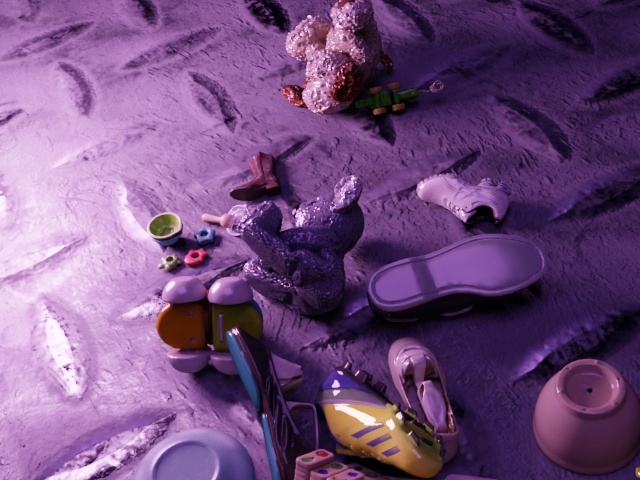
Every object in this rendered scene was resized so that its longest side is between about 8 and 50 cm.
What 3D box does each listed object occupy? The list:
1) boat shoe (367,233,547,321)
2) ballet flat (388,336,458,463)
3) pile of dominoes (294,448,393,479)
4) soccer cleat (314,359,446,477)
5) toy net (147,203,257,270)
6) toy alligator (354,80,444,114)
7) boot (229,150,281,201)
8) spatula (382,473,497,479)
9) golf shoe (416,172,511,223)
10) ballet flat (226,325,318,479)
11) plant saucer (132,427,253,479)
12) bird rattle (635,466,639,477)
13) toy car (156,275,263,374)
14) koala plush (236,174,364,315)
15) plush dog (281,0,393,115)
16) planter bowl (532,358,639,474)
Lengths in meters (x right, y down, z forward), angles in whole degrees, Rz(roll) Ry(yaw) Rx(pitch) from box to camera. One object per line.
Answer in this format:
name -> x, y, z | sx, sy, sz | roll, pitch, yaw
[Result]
boat shoe -> 0.227, 0.066, 1.617 | 0.302, 0.091, 0.114 | -8, 65, 2
ballet flat -> 0.160, 0.225, 1.483 | 0.086, 0.086, 0.248 | -14, 45, -2
pile of dominoes -> 0.066, 0.352, 1.300 | 0.251, 0.040, 0.196 | 16, 15, 40
soccer cleat -> 0.081, 0.282, 1.406 | 0.121, 0.093, 0.289 | -56, 32, 1
toy net -> -0.208, -0.022, 1.831 | 0.232, 0.045, 0.122 | -17, 45, -5
toy alligator -> 0.165, -0.303, 2.024 | 0.189, 0.056, 0.051 | -13, 4, 0
boot -> -0.137, -0.132, 1.928 | 0.106, 0.037, 0.114 | -6, 47, -12
spatula -> 0.129, 0.398, 1.369 | 0.241, 0.019, 0.168 | 1, 47, 18
golf shoe -> 0.258, -0.072, 1.767 | 0.176, 0.069, 0.086 | 5, 53, 18
ballet flat -> -0.063, 0.253, 1.485 | 0.096, 0.095, 0.281 | -14, 64, -16
plant saucer -> -0.200, 0.359, 1.463 | 0.194, 0.037, 0.195 | -6, 45, 6
bird rattle -> 0.529, 0.328, 1.308 | 0.206, 0.143, 0.253 | 28, 43, 19
toy car -> -0.177, 0.135, 1.622 | 0.181, 0.159, 0.136 | 0, 10, 13
koala plush -> 0.000, 0.000, 1.678 | 0.203, 0.196, 0.221 | 30, 57, 21
plush dog -> 0.038, -0.362, 2.042 | 0.262, 0.210, 0.225 | -9, 48, 54
planter bowl -> 0.390, 0.242, 1.397 | 0.162, 0.109, 0.162 | -7, 46, 7
